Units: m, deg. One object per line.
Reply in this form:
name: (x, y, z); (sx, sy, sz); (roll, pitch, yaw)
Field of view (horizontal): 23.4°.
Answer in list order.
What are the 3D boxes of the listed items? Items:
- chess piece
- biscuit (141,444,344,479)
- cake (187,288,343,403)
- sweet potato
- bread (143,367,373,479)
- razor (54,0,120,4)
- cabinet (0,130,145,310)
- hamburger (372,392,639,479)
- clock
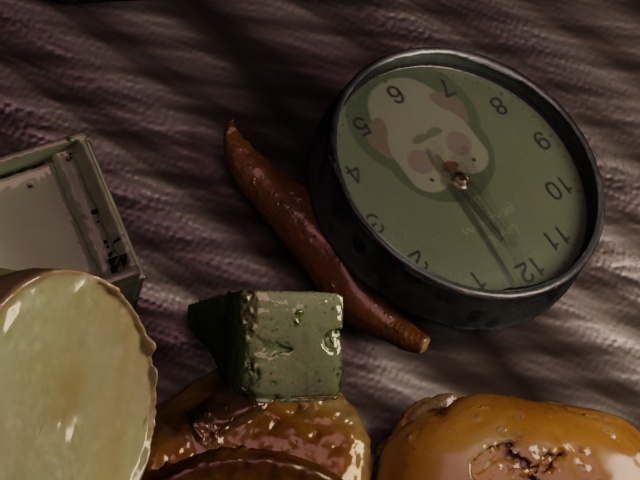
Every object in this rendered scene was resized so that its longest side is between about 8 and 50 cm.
chess piece: (-0.374, 0.132, 1.275); (0.442, 0.234, 0.234); (-1, 64, 30)
biscuit: (-0.075, 0.333, 1.344); (0.318, 0.040, 0.318); (-2, 100, -14)
cake: (-0.057, 0.066, 1.460); (0.100, 0.235, 0.099); (0, 105, -17)
sweet potato: (0.000, 0.000, 1.593); (0.314, 0.066, 0.072); (52, 28, 11)
bread: (-0.073, 0.231, 1.456); (0.244, 0.134, 0.244); (5, 66, -11)
razor: (-0.222, -0.297, 1.654); (0.148, 0.054, 0.090); (-4, 75, -13)
cabinet: (-0.260, 0.018, 1.448); (0.150, 0.206, 0.145); (-19, 75, -18)
hamburger: (0.191, 0.293, 1.477); (0.304, 0.174, 0.284); (9, 80, -2)
clock: (0.146, -0.060, 1.610); (0.319, 0.066, 0.319); (10, 58, -16)
